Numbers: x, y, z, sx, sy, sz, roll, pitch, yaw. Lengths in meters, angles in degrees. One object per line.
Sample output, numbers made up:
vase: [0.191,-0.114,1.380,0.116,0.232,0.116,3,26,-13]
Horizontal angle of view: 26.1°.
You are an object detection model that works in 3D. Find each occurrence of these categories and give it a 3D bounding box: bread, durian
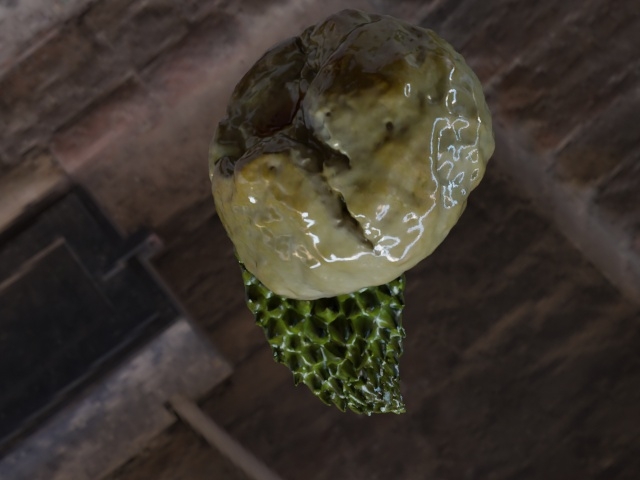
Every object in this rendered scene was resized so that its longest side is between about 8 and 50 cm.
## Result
bread: [0.013,-0.074,1.038,0.134,0.244,0.244,37,102,-29]
durian: [-0.002,-0.006,1.335,0.158,0.355,0.169,-9,168,5]
